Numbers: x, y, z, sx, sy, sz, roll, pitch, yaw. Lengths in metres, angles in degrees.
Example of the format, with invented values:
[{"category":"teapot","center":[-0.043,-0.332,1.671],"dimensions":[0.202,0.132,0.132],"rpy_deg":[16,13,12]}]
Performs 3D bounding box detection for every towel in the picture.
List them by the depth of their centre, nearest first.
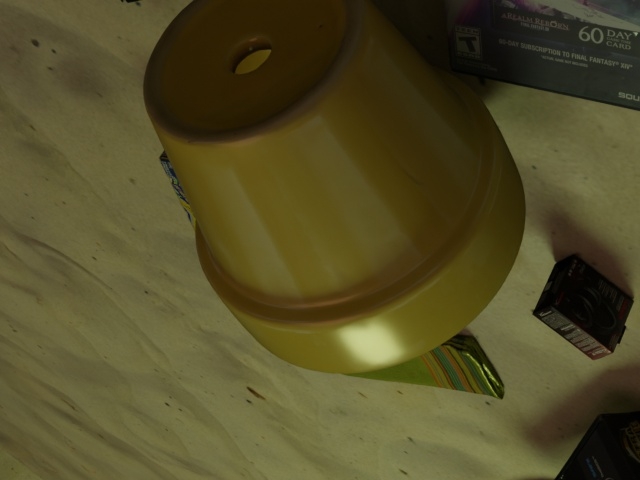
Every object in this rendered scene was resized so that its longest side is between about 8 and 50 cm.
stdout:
[{"category":"towel","center":[0.094,0.141,1.319],"dimensions":[0.237,0.021,0.102],"rpy_deg":[2,139,40]}]

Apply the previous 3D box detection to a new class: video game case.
[{"category":"video game case","center":[0.169,-0.198,0.744],"dimensions":[0.196,0.026,0.274],"rpy_deg":[16,148,23]}]

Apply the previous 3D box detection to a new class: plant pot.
[{"category":"plant pot","center":[-0.002,-0.065,0.835],"dimensions":[0.254,0.254,0.239],"rpy_deg":[9,151,33]}]

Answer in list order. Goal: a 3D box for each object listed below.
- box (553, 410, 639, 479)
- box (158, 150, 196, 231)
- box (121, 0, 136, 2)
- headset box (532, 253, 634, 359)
[{"category":"box","center":[0.317,0.378,1.167],"dimensions":[0.073,0.295,0.293],"rpy_deg":[-1,136,-22]},{"category":"box","center":[-0.106,-0.045,1.180],"dimensions":[0.054,0.059,0.169],"rpy_deg":[11,145,26]},{"category":"box","center":[-0.113,-0.266,0.837],"dimensions":[0.180,0.077,0.147],"rpy_deg":[1,140,40]},{"category":"headset box","center":[0.242,0.063,1.031],"dimensions":[0.083,0.062,0.032],"rpy_deg":[37,150,-9]}]
